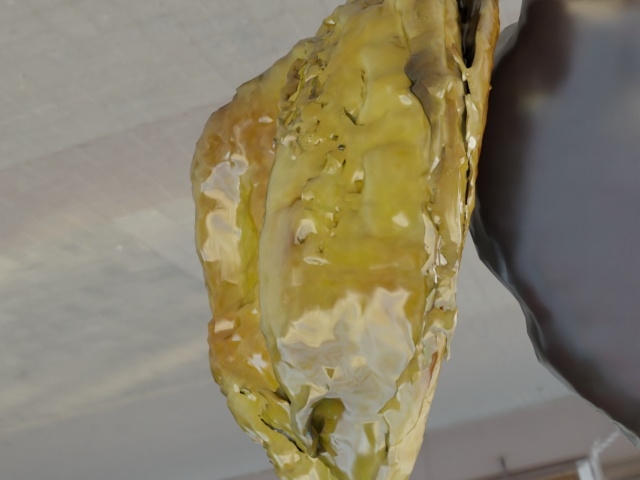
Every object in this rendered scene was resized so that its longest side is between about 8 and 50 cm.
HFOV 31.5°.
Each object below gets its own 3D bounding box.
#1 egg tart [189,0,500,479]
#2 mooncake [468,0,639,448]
[{"bbox_3d":[0.000,0.000,0.552,0.132,0.297,0.297,7,160,-8],"label":"egg tart"},{"bbox_3d":[0.274,-0.036,0.649,0.381,0.350,0.212,18,-160,7],"label":"mooncake"}]
